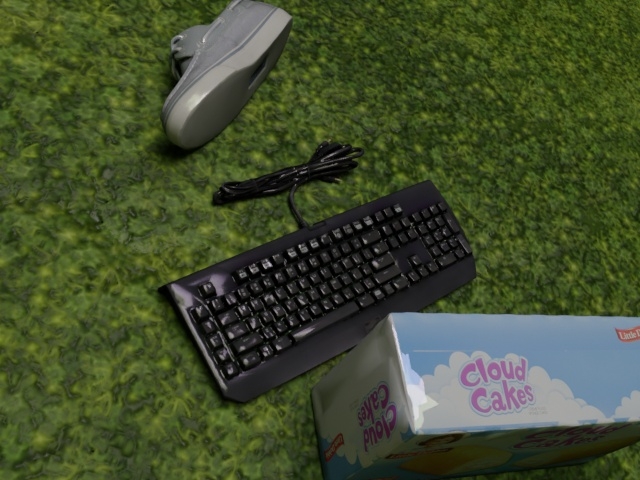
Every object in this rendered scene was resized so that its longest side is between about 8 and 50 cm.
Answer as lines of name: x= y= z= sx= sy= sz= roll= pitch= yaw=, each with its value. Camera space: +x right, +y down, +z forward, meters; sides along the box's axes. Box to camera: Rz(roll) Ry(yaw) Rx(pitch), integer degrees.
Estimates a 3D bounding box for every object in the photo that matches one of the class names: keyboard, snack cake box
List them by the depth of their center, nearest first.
snack cake box: x=0.144 y=0.129 z=0.578 sx=0.265 sy=0.152 sz=0.089 roll=3 pitch=59 yaw=-24
keyboard: x=0.000 y=0.000 z=0.669 sx=0.317 sy=0.033 sz=0.201 roll=-23 pitch=72 yaw=-35

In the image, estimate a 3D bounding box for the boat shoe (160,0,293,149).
boat shoe: x=-0.105 y=-0.172 z=0.705 sx=0.081 sy=0.079 sz=0.227 roll=27 pitch=47 yaw=4
